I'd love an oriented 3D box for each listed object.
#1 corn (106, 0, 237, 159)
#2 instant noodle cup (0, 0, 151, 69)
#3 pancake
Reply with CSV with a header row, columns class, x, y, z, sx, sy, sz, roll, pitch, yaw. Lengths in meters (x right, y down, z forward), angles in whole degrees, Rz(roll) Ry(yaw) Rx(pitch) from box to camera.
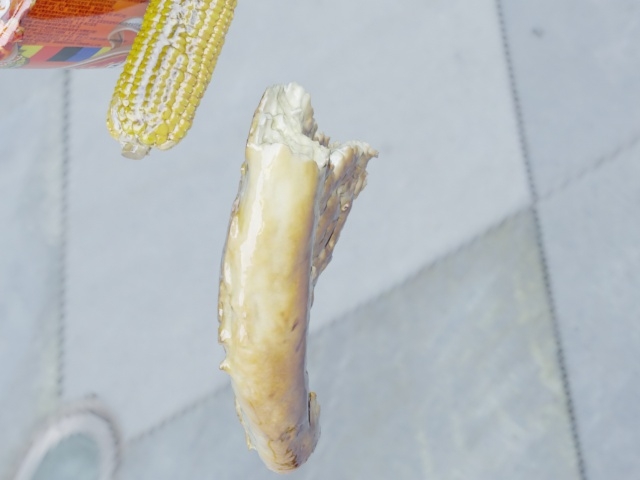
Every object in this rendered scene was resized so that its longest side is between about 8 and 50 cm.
class,x,y,z,sx,sy,sz,roll,pitch,yaw
corn,-0.105,-0.156,1.512,0.068,0.068,0.207,8,73,50
instant noodle cup,-0.217,-0.241,1.568,0.250,0.192,0.250,-3,85,43
pancake,0.000,0.000,1.114,0.057,0.266,0.244,18,36,12
